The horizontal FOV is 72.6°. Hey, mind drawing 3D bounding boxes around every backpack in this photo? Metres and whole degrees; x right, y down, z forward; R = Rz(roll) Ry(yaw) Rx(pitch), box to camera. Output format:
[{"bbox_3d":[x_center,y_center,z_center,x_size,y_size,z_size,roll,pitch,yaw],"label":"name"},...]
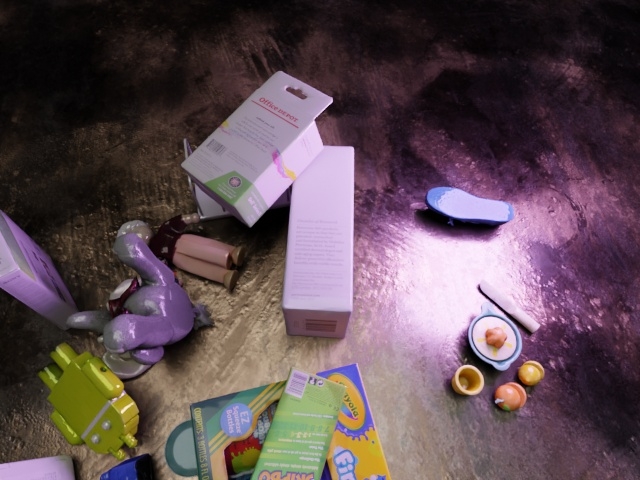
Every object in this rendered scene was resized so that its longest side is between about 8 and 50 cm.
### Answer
[{"bbox_3d":[-0.403,0.531,0.921,0.101,0.098,0.120,-17,77,-1],"label":"backpack"}]

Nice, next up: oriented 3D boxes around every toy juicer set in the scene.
[{"bbox_3d":[0.474,0.264,1.100,0.209,0.090,0.329,23,64,9],"label":"toy juicer set"}]

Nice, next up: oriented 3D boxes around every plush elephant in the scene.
[{"bbox_3d":[-0.445,0.181,1.022,0.255,0.330,0.272,-21,62,13],"label":"plush elephant"}]

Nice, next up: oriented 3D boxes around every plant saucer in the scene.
[{"bbox_3d":[-0.293,0.473,0.994,0.119,0.021,0.120,1,63,-2],"label":"plant saucer"}]

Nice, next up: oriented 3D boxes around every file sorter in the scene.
[{"bbox_3d":[-0.235,-0.201,1.259,0.277,0.173,0.193,-10,64,-8],"label":"file sorter"}]

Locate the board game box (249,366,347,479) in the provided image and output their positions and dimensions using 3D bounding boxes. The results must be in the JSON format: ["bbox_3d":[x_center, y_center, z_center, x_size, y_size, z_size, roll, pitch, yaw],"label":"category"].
[{"bbox_3d":[-0.044,0.392,0.849,0.124,0.039,0.260,18,57,5],"label":"board game box"}]

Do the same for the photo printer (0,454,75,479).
[{"bbox_3d":[-0.564,0.576,0.803,0.107,0.256,0.308,-26,66,6],"label":"photo printer"}]

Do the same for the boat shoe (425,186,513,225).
[{"bbox_3d":[0.428,-0.082,1.281,0.258,0.089,0.109,18,76,1],"label":"boat shoe"}]

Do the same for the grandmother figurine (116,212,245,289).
[{"bbox_3d":[-0.382,0.019,1.178,0.342,0.104,0.208,14,69,4],"label":"grandmother figurine"}]

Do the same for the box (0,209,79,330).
[{"bbox_3d":[-0.689,0.061,1.019,0.058,0.322,0.232,-32,68,-21],"label":"box"}]

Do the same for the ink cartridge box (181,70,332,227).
[{"bbox_3d":[-0.139,-0.233,1.079,0.207,0.119,0.353,36,77,25],"label":"ink cartridge box"}]

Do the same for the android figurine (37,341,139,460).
[{"bbox_3d":[-0.501,0.357,0.949,0.273,0.248,0.056,47,27,6],"label":"android figurine"}]

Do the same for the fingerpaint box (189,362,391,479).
[{"bbox_3d":[-0.045,0.522,0.890,0.370,0.163,0.445,-9,63,-12],"label":"fingerpaint box"}]

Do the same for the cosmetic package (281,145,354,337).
[{"bbox_3d":[0.000,0.000,1.135,0.161,0.230,0.454,3,62,0],"label":"cosmetic package"}]

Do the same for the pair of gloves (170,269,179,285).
[{"bbox_3d":[-0.413,0.109,1.153,0.083,0.074,0.010,7,17,9],"label":"pair of gloves"}]
